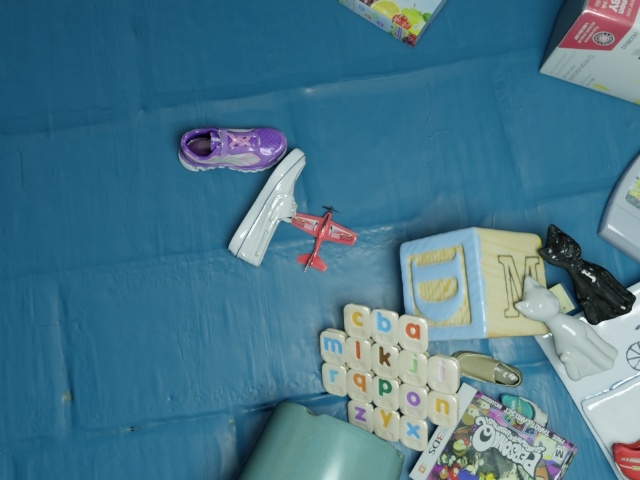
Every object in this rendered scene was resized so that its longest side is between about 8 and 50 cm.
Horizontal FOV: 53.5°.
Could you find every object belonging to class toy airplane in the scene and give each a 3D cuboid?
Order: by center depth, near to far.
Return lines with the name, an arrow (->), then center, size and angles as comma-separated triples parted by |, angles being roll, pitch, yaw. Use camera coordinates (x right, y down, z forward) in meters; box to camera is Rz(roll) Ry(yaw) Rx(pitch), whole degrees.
toy airplane -> 0.000, 0.000, 1.326 | 0.151, 0.028, 0.151 | -3, 76, 11

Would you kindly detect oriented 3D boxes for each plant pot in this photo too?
plant pot -> -0.024, 0.484, 1.105 | 0.341, 0.341, 0.334 | 23, 69, 5

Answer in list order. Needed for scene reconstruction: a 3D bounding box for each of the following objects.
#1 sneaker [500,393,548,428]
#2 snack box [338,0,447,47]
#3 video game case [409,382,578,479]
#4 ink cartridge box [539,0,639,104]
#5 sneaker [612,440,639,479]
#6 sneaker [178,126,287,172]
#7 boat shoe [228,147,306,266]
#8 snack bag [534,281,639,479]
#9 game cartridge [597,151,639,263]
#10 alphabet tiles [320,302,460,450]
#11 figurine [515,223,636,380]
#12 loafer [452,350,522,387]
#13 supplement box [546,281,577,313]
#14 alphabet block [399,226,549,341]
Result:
sneaker -> 0.331, 0.426, 1.225 | 0.110, 0.107, 0.275 | 30, 77, 26
snack box -> 0.170, -0.554, 1.392 | 0.207, 0.070, 0.174 | 35, 84, 6
video game case -> 0.311, 0.406, 1.159 | 0.232, 0.042, 0.210 | 26, 77, 37
ink cartridge box -> 0.672, -0.390, 1.241 | 0.384, 0.279, 0.160 | 20, 82, 5
sneaker -> 0.658, 0.348, 1.135 | 0.279, 0.107, 0.118 | -34, 77, 14
sneaker -> -0.189, -0.198, 1.329 | 0.236, 0.104, 0.095 | -4, 79, 0
boat shoe -> -0.090, -0.066, 1.318 | 0.084, 0.095, 0.258 | 32, 94, 3
snack bag -> 0.637, 0.250, 1.212 | 0.323, 0.037, 0.343 | -31, 80, 16
game cartridge -> 0.715, -0.090, 1.307 | 0.196, 0.060, 0.294 | 35, 83, 11
alphabet tiles -> 0.125, 0.255, 1.194 | 0.284, 0.021, 0.278 | 8, 112, 32
figurine -> 0.446, 0.107, 1.139 | 0.209, 0.092, 0.215 | 44, 57, -13
loafer -> 0.333, 0.255, 1.262 | 0.148, 0.050, 0.056 | 12, 81, 4
supplement box -> 0.448, 0.129, 1.262 | 0.083, 0.083, 0.056 | -29, 81, -3
alphabet block -> 0.286, 0.088, 1.183 | 0.197, 0.192, 0.194 | 4, 80, -37
